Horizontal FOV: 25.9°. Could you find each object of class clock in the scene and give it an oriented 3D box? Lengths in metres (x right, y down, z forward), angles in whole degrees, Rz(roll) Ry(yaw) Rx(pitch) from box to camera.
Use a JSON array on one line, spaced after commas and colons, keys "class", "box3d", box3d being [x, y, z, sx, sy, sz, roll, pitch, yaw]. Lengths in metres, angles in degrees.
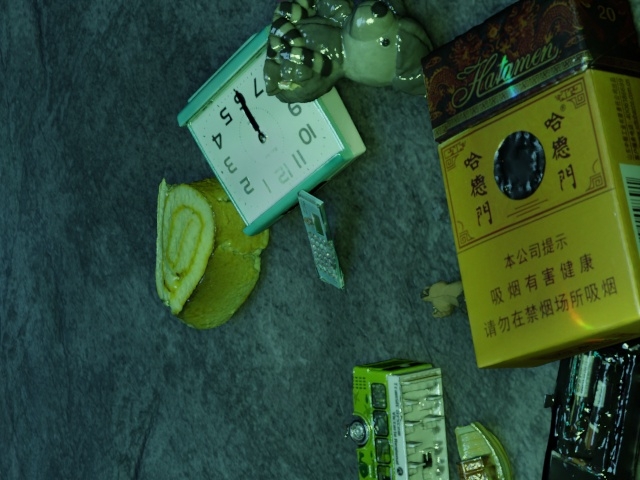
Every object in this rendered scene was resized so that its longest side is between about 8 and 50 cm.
[{"class": "clock", "box3d": [-0.062, -0.167, 2.055, 0.262, 0.116, 0.231, -38, 81, 46]}]

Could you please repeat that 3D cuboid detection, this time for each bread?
[{"class": "bread", "box3d": [-0.183, 0.012, 2.221, 0.186, 0.124, 0.257, 42, 126, 45]}]

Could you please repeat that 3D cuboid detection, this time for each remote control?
[{"class": "remote control", "box3d": [0.328, 0.290, 1.718, 0.144, 0.062, 0.399, 20, 110, 47]}]

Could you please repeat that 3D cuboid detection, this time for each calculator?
[{"class": "calculator", "box3d": [0.000, 0.000, 2.024, 0.057, 0.018, 0.172, 29, 147, 38]}]

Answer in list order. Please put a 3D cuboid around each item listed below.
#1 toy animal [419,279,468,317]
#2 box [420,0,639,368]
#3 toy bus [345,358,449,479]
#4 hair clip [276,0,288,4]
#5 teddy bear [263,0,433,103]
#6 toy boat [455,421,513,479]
[{"class": "toy animal", "box3d": [0.189, 0.074, 1.845, 0.220, 0.086, 0.069, 173, 92, -67]}, {"class": "box", "box3d": [0.272, -0.076, 1.648, 0.264, 0.115, 0.415, -25, 69, 49]}, {"class": "toy bus", "box3d": [0.121, 0.320, 1.929, 0.139, 0.113, 0.302, -4, 92, 45]}, {"class": "hair clip", "box3d": [-0.028, -0.331, 2.061, 0.137, 0.022, 0.054, 27, 113, 43]}, {"class": "teddy bear", "box3d": [0.045, -0.277, 1.862, 0.144, 0.251, 0.171, 73, -171, -56]}, {"class": "toy boat", "box3d": [0.218, 0.326, 1.848, 0.065, 0.066, 0.172, -20, 82, 45]}]
